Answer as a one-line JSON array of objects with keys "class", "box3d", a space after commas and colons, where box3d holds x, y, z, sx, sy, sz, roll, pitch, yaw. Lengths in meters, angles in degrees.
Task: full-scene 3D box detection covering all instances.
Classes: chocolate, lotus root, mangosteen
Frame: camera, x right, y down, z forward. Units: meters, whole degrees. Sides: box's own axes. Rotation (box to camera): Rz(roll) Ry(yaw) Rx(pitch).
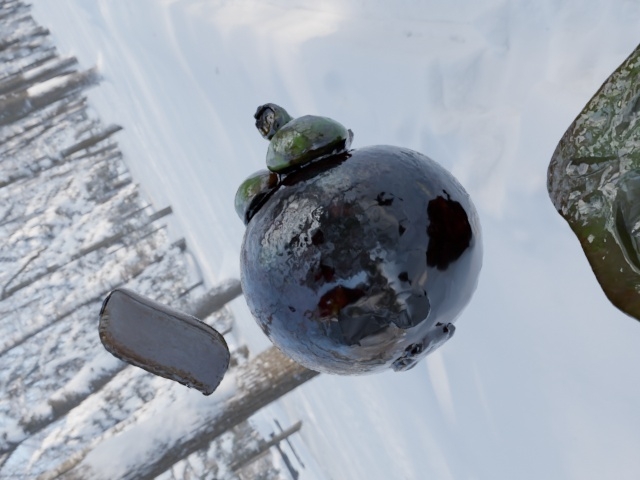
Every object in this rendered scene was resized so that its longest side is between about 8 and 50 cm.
[{"class": "chocolate", "box3d": [-0.111, 0.070, 0.453, 0.031, 0.100, 0.065, -67, -2, -56]}, {"class": "lotus root", "box3d": [0.394, -0.084, 0.600, 0.375, 0.111, 0.391, -8, 70, 62]}, {"class": "mangosteen", "box3d": [0.034, -0.006, 0.776, 0.360, 0.306, 0.306, 59, 167, 20]}]
